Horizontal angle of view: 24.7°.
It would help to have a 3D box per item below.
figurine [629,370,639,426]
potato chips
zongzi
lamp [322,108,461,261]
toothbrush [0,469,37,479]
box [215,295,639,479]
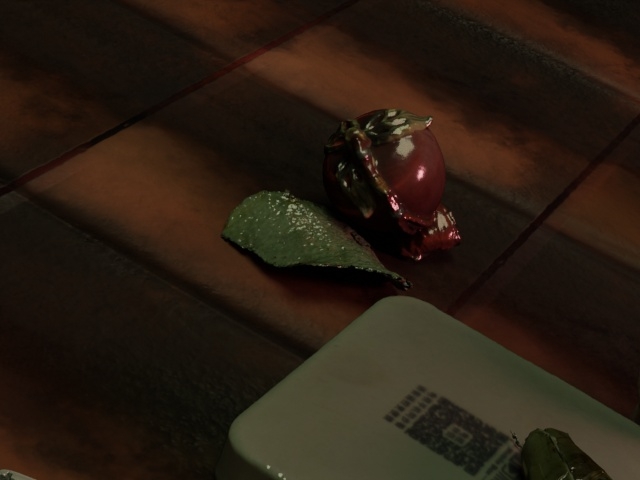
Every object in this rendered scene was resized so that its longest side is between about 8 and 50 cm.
[{"bbox_3d":[0.495,0.198,1.561,0.332,0.204,0.185,22,31,7],"label":"figurine"},{"bbox_3d":[-0.003,0.006,1.741,0.228,0.059,0.167,14,26,-6],"label":"potato chips"},{"bbox_3d":[0.192,0.223,1.366,0.130,0.062,0.154,-18,40,-26],"label":"zongzi"},{"bbox_3d":[0.080,-0.081,1.824,0.151,0.223,0.215,-13,45,5],"label":"lamp"},{"bbox_3d":[-0.157,0.267,1.320,0.304,0.030,0.030,18,32,6],"label":"toothbrush"},{"bbox_3d":[0.133,0.230,1.452,0.373,0.090,0.367,31,36,19],"label":"box"}]
